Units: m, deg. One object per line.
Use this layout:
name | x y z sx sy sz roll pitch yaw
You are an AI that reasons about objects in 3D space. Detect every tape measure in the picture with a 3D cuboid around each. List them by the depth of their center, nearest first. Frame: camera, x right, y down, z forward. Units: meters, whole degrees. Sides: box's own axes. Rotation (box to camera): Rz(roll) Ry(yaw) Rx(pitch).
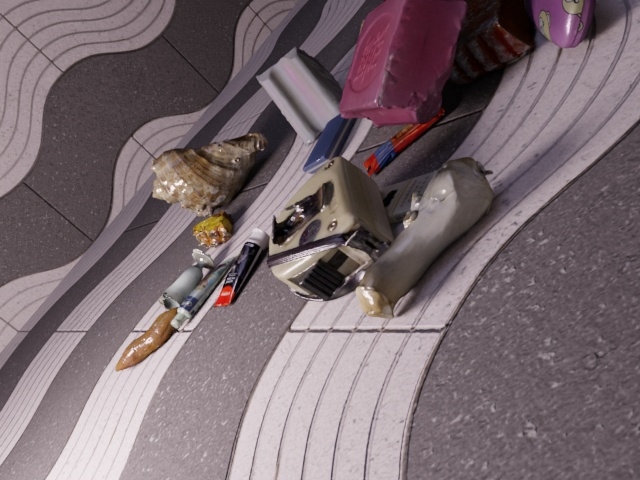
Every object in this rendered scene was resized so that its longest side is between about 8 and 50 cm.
tape measure | 0.000 0.000 1.267 0.231 0.133 0.271 -45 29 20

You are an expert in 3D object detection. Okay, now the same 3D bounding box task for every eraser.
eraser | 0.025 -0.243 1.809 0.082 0.036 0.225 -26 28 41

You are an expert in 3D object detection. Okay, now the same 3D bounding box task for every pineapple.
pineapple | -0.266 -0.028 1.939 0.137 0.069 0.116 -2 42 49

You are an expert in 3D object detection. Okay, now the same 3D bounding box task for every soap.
soap | 0.153 -0.349 1.478 0.359 0.128 0.233 -143 67 -78
soap | -0.005 -0.377 2.106 0.159 0.257 0.302 -39 66 14

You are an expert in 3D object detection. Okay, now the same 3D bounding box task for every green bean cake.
green bean cake | 0.337 -0.416 1.462 0.198 0.097 0.233 -25 29 47

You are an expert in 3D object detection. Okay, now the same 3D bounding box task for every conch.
conch | -0.312 -0.191 2.142 0.352 0.210 0.297 -10 22 -1

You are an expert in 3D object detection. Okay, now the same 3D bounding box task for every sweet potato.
sweet potato | -0.395 0.233 1.704 0.218 0.051 0.065 -44 25 7

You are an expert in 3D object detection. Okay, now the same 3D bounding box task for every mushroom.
mushroom | 0.151 -0.003 1.076 0.278 0.099 0.096 -51 8 -2

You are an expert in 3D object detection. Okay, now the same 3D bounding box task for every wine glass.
wine glass | -0.318 0.100 1.781 0.072 0.072 0.155 -19 33 50

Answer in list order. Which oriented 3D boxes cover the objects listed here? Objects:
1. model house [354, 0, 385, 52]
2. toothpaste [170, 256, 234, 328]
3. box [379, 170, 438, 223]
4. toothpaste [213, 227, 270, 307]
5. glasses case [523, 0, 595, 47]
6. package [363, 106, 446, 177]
model house | 0.202 -0.503 1.793 0.254 0.160 0.196 -51 21 -8
toothpaste | -0.271 0.117 1.710 0.062 0.037 0.216 -17 30 54
box | 0.135 -0.067 1.304 0.167 0.024 0.090 -15 37 53
toothpaste | -0.171 0.063 1.616 0.071 0.045 0.194 -10 47 57
glasses case | 0.418 -0.435 1.318 0.316 0.075 0.123 -87 1 -60
package | 0.167 -0.204 1.497 0.200 0.022 0.083 -40 21 16
